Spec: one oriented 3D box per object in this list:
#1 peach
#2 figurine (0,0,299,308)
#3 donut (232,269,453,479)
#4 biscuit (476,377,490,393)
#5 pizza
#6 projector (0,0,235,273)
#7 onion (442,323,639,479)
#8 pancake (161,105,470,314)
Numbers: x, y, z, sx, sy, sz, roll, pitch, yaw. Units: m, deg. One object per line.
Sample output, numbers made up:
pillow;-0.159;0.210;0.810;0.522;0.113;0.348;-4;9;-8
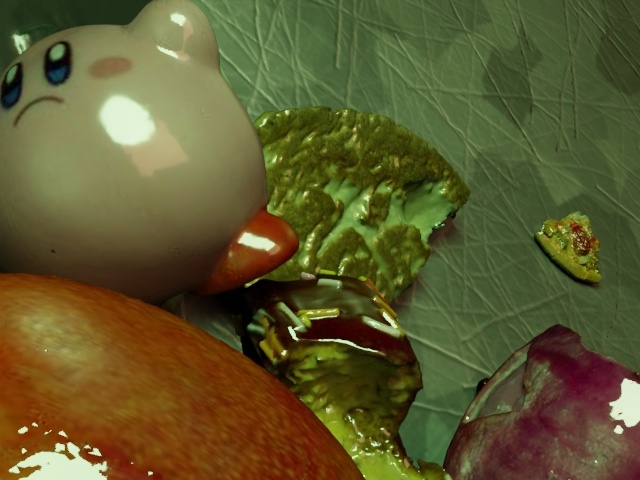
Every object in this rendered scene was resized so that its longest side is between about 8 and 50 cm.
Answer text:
peach;-0.119;0.163;0.524;0.332;0.308;0.308;15;53;4
figurine;-0.116;-0.040;0.647;0.173;0.173;0.173;17;57;-29
donut;0.021;0.128;0.708;0.096;0.216;0.230;-20;74;-10
biscuit;0.224;0.213;0.922;0.151;0.063;0.235;-7;75;-27
pizza;0.242;-0.004;1.075;0.083;0.025;0.078;33;53;-17
projector;-0.201;-0.128;0.767;0.257;0.079;0.259;-33;98;-43
onion;0.194;0.204;0.756;0.256;0.230;0.272;32;5;10
pancake;-0.004;-0.001;0.857;0.376;0.054;0.197;-7;93;-44
